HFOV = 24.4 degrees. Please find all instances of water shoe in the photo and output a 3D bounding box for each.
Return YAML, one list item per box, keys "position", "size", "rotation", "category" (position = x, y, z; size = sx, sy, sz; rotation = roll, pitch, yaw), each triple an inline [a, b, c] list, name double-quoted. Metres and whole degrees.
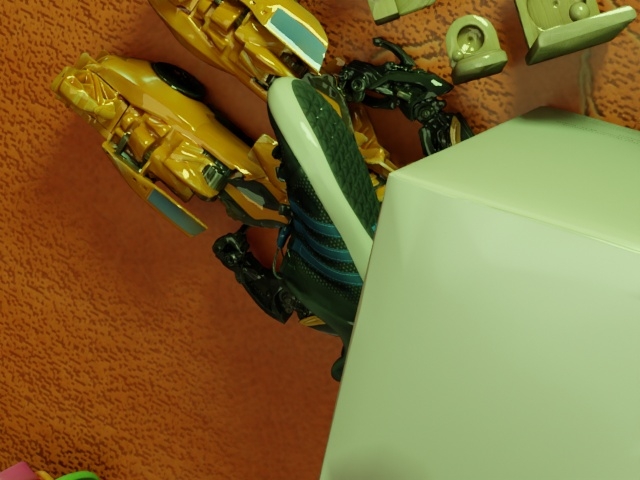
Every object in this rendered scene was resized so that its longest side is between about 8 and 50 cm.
- position: [0.000, 0.000, 0.920]
  size: [0.080, 0.073, 0.203]
  rotation: [-23, 100, 20]
  category: "water shoe"

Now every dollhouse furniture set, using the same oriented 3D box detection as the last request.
- position: [0.093, -0.178, 0.901]
  size: [0.144, 0.123, 0.151]
  rotation: [-17, 91, 5]
  category: "dollhouse furniture set"

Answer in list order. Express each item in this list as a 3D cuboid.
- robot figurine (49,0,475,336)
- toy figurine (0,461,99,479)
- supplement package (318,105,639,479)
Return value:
- position: [-0.032, -0.064, 1.003]
  size: [0.291, 0.085, 0.211]
  rotation: [39, 111, 8]
  category: "robot figurine"
- position: [-0.273, 0.184, 1.140]
  size: [0.159, 0.130, 0.173]
  rotation: [44, 136, 20]
  category: "toy figurine"
- position: [0.145, 0.042, 0.836]
  size: [0.175, 0.293, 0.178]
  rotation: [18, 107, 18]
  category: "supplement package"
